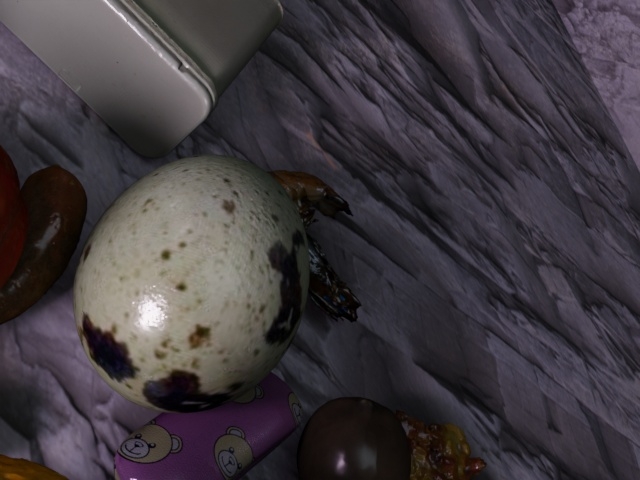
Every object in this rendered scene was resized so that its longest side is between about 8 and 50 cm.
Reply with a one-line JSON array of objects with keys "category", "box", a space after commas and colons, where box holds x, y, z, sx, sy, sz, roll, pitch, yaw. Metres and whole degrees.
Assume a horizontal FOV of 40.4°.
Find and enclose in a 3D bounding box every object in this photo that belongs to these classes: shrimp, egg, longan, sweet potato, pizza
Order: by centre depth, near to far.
[{"category": "sweet potato", "box": [-0.359, 0.021, 1.073, 0.097, 0.097, 0.291, 35, 44, -24]}, {"category": "egg", "box": [-0.158, 0.045, 1.112, 0.288, 0.288, 0.379, 39, 29, -20]}, {"category": "longan", "box": [0.047, 0.310, 1.228, 0.189, 0.189, 0.189, 24, 51, -32]}, {"category": "pizza", "box": [0.179, 0.360, 1.389, 0.229, 0.081, 0.289, -27, 83, -49]}, {"category": "shrimp", "box": [0.000, 0.000, 1.463, 0.290, 0.054, 0.222, 55, 40, 4]}]

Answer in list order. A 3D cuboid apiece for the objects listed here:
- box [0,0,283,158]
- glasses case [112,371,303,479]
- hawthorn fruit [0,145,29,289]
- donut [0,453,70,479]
[{"category": "box", "box": [-0.264, -0.364, 1.352, 0.352, 0.177, 0.343, 44, 41, -13]}, {"category": "glasses case", "box": [-0.137, 0.254, 1.132, 0.123, 0.075, 0.316, 43, 32, 14]}, {"category": "hawthorn fruit", "box": [-0.458, 0.011, 0.870, 0.287, 0.287, 0.330, 36, 69, -23]}, {"category": "donut", "box": [-0.291, 0.346, 0.603, 0.163, 0.378, 0.434, -25, 106, -71]}]
